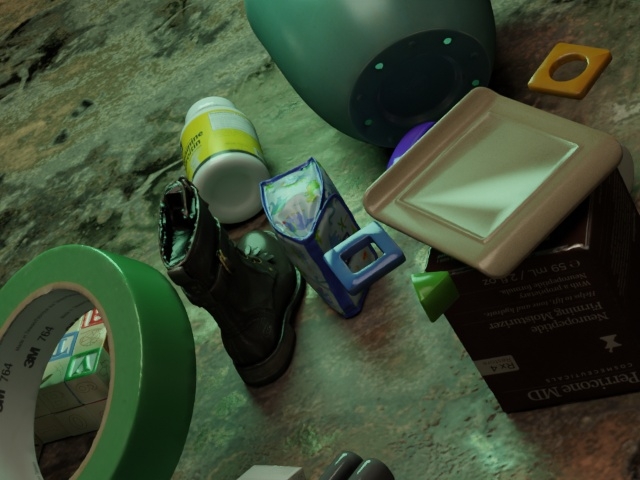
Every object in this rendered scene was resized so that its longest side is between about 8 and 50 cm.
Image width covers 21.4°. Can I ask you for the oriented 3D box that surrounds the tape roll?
[{"bbox_3d":[-0.264,0.167,1.791,0.321,0.077,0.321,-17,65,42],"label":"tape roll"}]

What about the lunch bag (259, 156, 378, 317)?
[{"bbox_3d":[0.000,0.000,1.936,0.096,0.129,0.151,-26,34,10],"label":"lunch bag"}]

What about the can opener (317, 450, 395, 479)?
[{"bbox_3d":[-0.038,0.302,1.592,0.280,0.093,0.074,-45,32,-26],"label":"can opener"}]

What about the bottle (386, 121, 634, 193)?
[{"bbox_3d":[0.211,-0.077,1.896,0.283,0.092,0.118,3,48,39],"label":"bottle"}]

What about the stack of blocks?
[{"bbox_3d":[-0.362,0.190,2.020,0.297,0.087,0.171,-17,38,21],"label":"stack of blocks"}]

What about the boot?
[{"bbox_3d":[-0.107,0.013,1.913,0.091,0.229,0.263,-23,36,14],"label":"boot"}]

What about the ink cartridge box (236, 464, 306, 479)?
[{"bbox_3d":[-0.070,0.265,1.716,0.063,0.029,0.115,-3,20,35],"label":"ink cartridge box"}]

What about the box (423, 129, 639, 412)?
[{"bbox_3d":[0.224,0.032,1.658,0.168,0.203,0.167,-14,39,25],"label":"box"}]

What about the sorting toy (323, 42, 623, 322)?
[{"bbox_3d":[0.163,-0.052,1.591,0.347,0.047,0.196,-44,41,-14],"label":"sorting toy"}]

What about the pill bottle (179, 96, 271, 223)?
[{"bbox_3d":[-0.127,-0.110,2.188,0.103,0.103,0.184,-28,35,6],"label":"pill bottle"}]

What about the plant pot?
[{"bbox_3d":[0.080,-0.254,2.066,0.293,0.293,0.235,-29,50,5],"label":"plant pot"}]
